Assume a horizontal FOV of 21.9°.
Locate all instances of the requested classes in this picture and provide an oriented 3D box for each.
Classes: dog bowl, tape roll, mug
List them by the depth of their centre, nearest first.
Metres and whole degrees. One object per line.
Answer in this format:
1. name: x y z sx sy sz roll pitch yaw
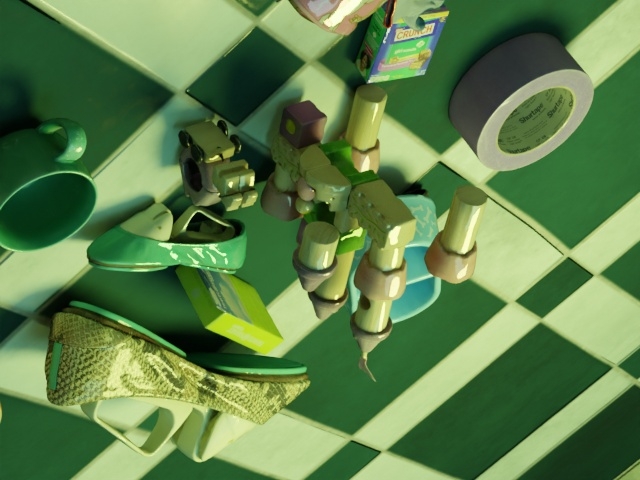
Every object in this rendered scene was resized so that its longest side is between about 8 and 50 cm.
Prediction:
1. mug: -0.322 -0.073 1.894 0.158 0.097 0.129 -36 148 2
2. tape roll: 0.277 -0.190 2.289 0.189 0.080 0.189 -23 147 -16
3. dog bowl: 0.099 0.037 2.390 0.166 0.074 0.297 -17 154 -5

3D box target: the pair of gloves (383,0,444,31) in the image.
1. pair of gloves: 0.134 -0.328 1.952 0.159 0.023 0.198 -36 149 -50

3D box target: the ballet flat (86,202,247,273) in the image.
1. ballet flat: -0.194 -0.007 2.134 0.247 0.083 0.087 2 110 -44

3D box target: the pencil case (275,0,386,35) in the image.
1. pencil case: 0.096 -0.396 1.773 0.386 0.160 0.167 -42 151 14

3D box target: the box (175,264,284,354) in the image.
1. box: -0.129 0.087 2.272 0.042 0.109 0.178 -39 148 13

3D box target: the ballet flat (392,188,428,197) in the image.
1. ballet flat: 0.093 -0.065 2.339 0.173 0.057 0.049 16 83 -52

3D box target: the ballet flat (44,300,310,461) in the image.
1. ballet flat: -0.206 0.215 2.309 0.483 0.164 0.182 20 82 -50

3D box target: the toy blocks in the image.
1. toy blocks: 0.000 0.000 2.099 0.309 0.288 0.260 -17 139 -31

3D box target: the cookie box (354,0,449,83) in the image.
1. cookie box: 0.101 -0.254 2.081 0.092 0.040 0.107 -12 142 -29
